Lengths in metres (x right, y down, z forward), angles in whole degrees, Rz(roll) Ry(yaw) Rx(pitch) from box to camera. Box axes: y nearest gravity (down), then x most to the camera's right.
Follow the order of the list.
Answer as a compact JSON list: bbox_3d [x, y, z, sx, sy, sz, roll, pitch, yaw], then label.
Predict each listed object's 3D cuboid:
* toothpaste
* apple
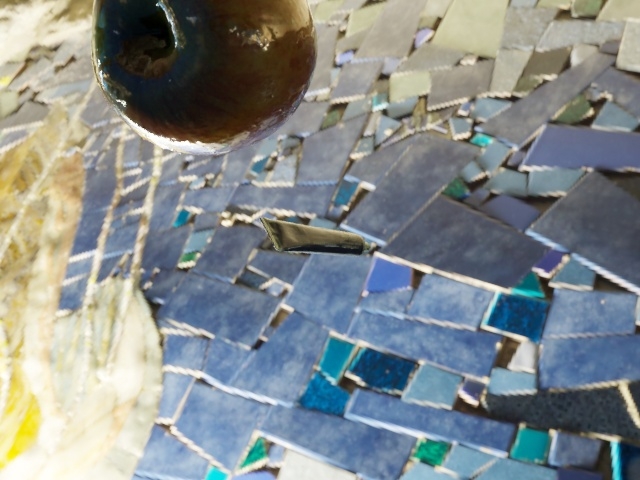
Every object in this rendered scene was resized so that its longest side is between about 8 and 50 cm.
[{"bbox_3d":[0.000,0.000,0.725,0.140,0.037,0.021,7,132,-49],"label":"toothpaste"},{"bbox_3d":[-0.195,-0.340,1.402,0.400,0.333,0.400,5,99,31],"label":"apple"}]
